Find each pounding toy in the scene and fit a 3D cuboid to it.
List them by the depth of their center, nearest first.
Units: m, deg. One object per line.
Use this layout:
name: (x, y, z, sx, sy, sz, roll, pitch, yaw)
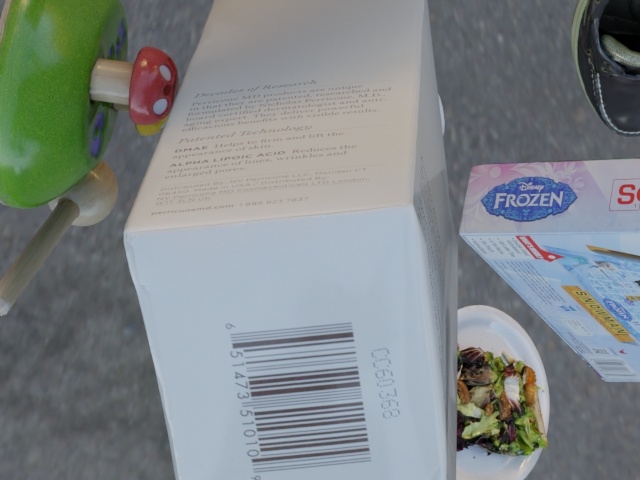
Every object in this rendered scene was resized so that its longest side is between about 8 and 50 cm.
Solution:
pounding toy: (-0.146, -0.081, 1.269, 0.110, 0.183, 0.237, 10, 122, 6)

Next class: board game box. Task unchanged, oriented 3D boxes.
board game box: (0.318, 0.031, 1.476, 0.318, 0.066, 0.318, 0, 156, 30)

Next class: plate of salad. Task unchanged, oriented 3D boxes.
plate of salad: (0.177, 0.166, 1.966, 0.048, 0.200, 0.200, -9, 121, 49)

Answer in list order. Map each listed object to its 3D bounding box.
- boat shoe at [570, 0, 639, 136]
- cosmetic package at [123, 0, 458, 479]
boat shoe: (0.149, -0.101, 0.904, 0.056, 0.049, 0.152, -5, 138, 6)
cosmetic package: (0.000, 0.000, 1.138, 0.156, 0.385, 0.217, -6, 113, 6)
